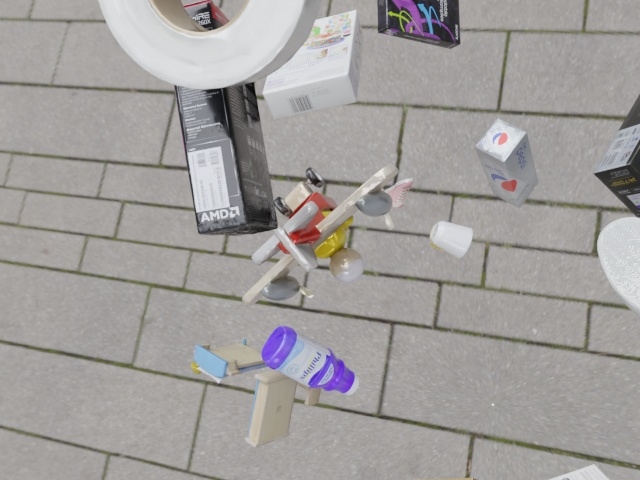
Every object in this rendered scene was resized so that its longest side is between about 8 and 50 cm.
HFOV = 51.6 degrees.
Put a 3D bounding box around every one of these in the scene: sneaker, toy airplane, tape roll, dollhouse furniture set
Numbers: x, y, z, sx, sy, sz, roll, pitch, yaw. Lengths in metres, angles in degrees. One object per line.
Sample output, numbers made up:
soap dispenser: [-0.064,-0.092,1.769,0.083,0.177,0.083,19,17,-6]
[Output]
sneaker: [0.241,-0.137,1.954,0.051,0.134,0.070,-15,82,-28]
toy airplane: [0.000,0.000,1.573,0.272,0.386,0.384,46,62,-9]
tape roll: [-0.143,-0.343,0.860,0.286,0.100,0.286,4,107,12]
dollhouse furniture set: [-0.195,0.423,1.946,0.303,0.286,0.198,20,104,38]
sneaker: [0.484,0.111,0.897,0.108,0.169,0.292,-30,46,9]

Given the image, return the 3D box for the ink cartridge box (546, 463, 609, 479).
ink cartridge box: [0.518,0.615,1.394,0.273,0.198,0.114,-14,115,-11]

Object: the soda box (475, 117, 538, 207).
soda box: [0.491,-0.194,1.725,0.091,0.286,0.098,36,86,31]

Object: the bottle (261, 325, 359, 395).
bottle: [-0.019,0.333,1.774,0.118,0.283,0.092,-56,27,1]

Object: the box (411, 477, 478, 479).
box: [0.239,0.572,1.351,0.021,0.201,0.164,28,60,-20]

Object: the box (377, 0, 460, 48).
box: [0.163,-0.387,1.085,0.029,0.162,0.116,-6,85,55]

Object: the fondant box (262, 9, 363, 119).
fondant box: [-0.012,-0.491,1.833,0.238,0.096,0.330,-8,46,17]

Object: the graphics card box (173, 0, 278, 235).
graphics card box: [-0.166,-0.194,1.153,0.094,0.233,0.370,-11,89,8]

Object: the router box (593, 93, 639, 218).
router box: [0.623,-0.152,1.101,0.243,0.081,0.309,40,72,-13]

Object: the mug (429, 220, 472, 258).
mug: [0.235,0.000,1.229,0.064,0.062,0.078,21,124,-10]
